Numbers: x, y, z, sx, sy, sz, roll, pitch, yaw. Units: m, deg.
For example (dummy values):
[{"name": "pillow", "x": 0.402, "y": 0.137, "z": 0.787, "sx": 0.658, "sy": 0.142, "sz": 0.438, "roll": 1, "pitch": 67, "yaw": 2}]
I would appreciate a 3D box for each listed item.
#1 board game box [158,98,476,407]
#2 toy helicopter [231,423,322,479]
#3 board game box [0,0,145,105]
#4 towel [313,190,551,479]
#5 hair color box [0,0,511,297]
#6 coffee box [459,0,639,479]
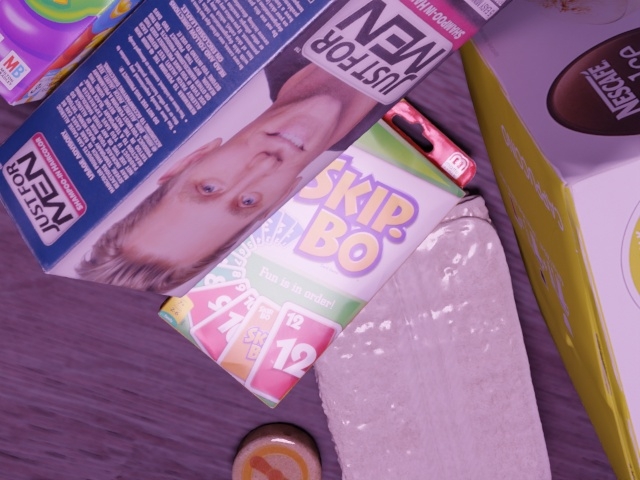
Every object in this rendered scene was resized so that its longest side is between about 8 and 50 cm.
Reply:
[{"name": "board game box", "x": 0.000, "y": 0.000, "z": 1.025, "sx": 0.124, "sy": 0.039, "sz": 0.259, "roll": 41, "pitch": 94, "yaw": -8}, {"name": "toy helicopter", "x": 0.017, "y": 0.330, "z": 1.199, "sx": 0.235, "sy": 0.140, "sz": 0.355, "roll": -15, "pitch": 107, "yaw": 9}, {"name": "board game box", "x": -0.131, "y": -0.237, "z": 0.832, "sx": 0.275, "sy": 0.142, "sz": 0.144, "roll": -42, "pitch": 92, "yaw": 15}, {"name": "towel", "x": 0.085, "y": 0.106, "z": 1.101, "sx": 0.187, "sy": 0.049, "sz": 0.282, "roll": -13, "pitch": 107, "yaw": 2}, {"name": "hair color box", "x": -0.042, "y": -0.113, "z": 0.867, "sx": 0.347, "sy": 0.105, "sz": 0.174, "roll": -41, "pitch": 157, "yaw": 15}, {"name": "coffee box", "x": 0.317, "y": -0.030, "z": 0.913, "sx": 0.334, "sy": 0.338, "sz": 0.338, "roll": -19, "pitch": 120, "yaw": 4}]
